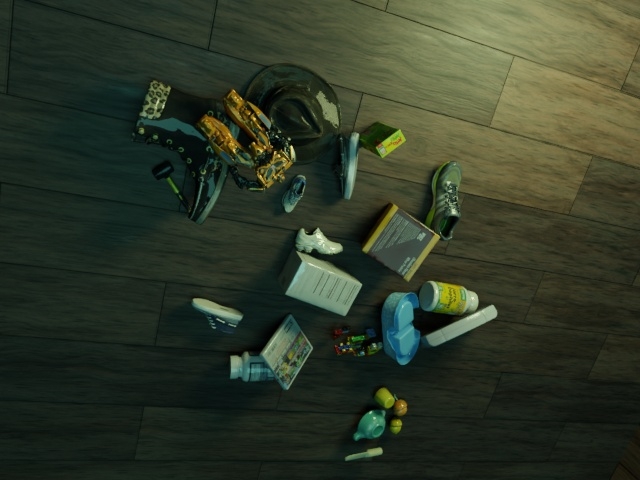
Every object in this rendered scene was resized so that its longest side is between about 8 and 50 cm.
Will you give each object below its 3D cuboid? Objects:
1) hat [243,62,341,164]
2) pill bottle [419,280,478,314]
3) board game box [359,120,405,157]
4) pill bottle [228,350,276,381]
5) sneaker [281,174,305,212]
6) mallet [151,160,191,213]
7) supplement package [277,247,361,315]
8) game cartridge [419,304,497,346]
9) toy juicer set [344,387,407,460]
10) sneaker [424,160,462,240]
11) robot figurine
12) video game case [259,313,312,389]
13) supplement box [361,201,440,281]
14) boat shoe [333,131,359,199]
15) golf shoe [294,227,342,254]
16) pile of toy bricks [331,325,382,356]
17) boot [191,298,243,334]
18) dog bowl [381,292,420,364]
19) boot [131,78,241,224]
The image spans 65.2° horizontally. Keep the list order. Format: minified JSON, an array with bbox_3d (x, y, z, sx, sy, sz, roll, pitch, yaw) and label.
[{"bbox_3d":[-0.072,-0.375,1.531,0.331,0.134,0.331,-6,111,-15],"label":"hat"},{"bbox_3d":[0.500,0.228,1.942,0.208,0.117,0.118,11,107,-20],"label":"pill bottle"},{"bbox_3d":[0.190,-0.325,1.599,0.092,0.181,0.043,-37,116,0],"label":"board game box"},{"bbox_3d":[-0.240,0.457,1.820,0.180,0.108,0.108,2,110,-17],"label":"pill bottle"},{"bbox_3d":[-0.088,-0.151,1.654,0.052,0.058,0.135,18,105,-22],"label":"sneaker"},{"bbox_3d":[-0.458,-0.152,1.560,0.062,0.039,0.190,-24,119,-8],"label":"mallet"},{"bbox_3d":[-0.004,0.145,1.750,0.244,0.139,0.134,23,101,-22],"label":"supplement package"},{"bbox_3d":[0.537,0.341,1.962,0.297,0.198,0.062,-24,82,-6],"label":"game cartridge"},{"bbox_3d":[0.239,0.784,2.108,0.209,0.089,0.329,31,92,-37],"label":"toy juicer set"},{"bbox_3d":[0.460,-0.134,1.786,0.111,0.121,0.300,-2,111,-16],"label":"sneaker"},{"bbox_3d":[-0.202,-0.270,1.427,0.211,0.085,0.291,-46,111,-5],"label":"robot figurine"},{"bbox_3d":[-0.120,0.401,1.811,0.201,0.023,0.183,-54,125,-41],"label":"video game case"},{"bbox_3d":[0.275,0.002,1.746,0.194,0.129,0.191,34,99,-2],"label":"supplement box"},{"bbox_3d":[0.079,-0.248,1.660,0.076,0.080,0.228,10,122,10],"label":"boat shoe"},{"bbox_3d":[0.000,0.000,1.737,0.176,0.069,0.086,7,103,-20],"label":"golf shoe"},{"bbox_3d":[0.120,0.402,1.921,0.212,0.118,0.105,1,140,-34],"label":"pile of toy bricks"},{"bbox_3d":[-0.367,0.267,1.729,0.190,0.069,0.086,23,100,-25],"label":"boot"},{"bbox_3d":[0.304,0.331,1.917,0.166,0.074,0.297,-29,121,-41],"label":"dog bowl"},{"bbox_3d":[-0.405,-0.260,1.462,0.284,0.138,0.377,18,95,-21],"label":"boot"}]
